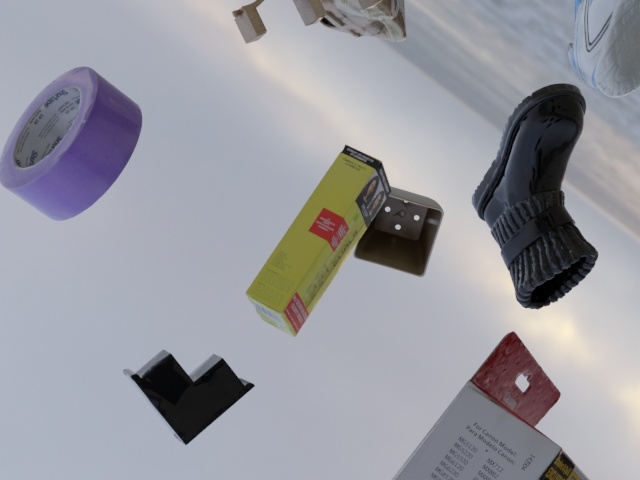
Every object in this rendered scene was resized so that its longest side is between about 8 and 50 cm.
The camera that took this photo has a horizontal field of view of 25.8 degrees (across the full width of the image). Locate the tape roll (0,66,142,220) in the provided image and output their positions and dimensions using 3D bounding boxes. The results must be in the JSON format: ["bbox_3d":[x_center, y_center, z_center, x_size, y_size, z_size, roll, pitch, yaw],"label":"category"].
[{"bbox_3d":[-0.322,-0.125,1.795,0.080,0.189,0.189,37,-173,-34],"label":"tape roll"}]

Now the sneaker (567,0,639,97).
[{"bbox_3d":[0.256,-0.233,1.159,0.085,0.237,0.086,-13,-137,-31],"label":"sneaker"}]

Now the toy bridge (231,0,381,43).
[{"bbox_3d":[-0.019,-0.257,1.466,0.188,0.026,0.063,-22,-96,-37],"label":"toy bridge"}]

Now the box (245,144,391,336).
[{"bbox_3d":[0.000,0.000,1.735,0.058,0.232,0.087,28,162,23],"label":"box"}]

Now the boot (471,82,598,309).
[{"bbox_3d":[0.406,-0.074,2.455,0.131,0.348,0.260,-1,-134,-23],"label":"boot"}]

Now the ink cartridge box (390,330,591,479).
[{"bbox_3d":[0.205,0.274,1.550,0.130,0.272,0.309,36,177,27],"label":"ink cartridge box"}]

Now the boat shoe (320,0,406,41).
[{"bbox_3d":[0.049,-0.320,1.782,0.110,0.121,0.341,-3,180,8],"label":"boat shoe"}]

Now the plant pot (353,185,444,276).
[{"bbox_3d":[0.118,-0.025,2.058,0.109,0.109,0.096,16,-159,2],"label":"plant pot"}]

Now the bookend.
[{"bbox_3d":[-0.226,0.237,2.390,0.157,0.156,0.072,53,166,-15],"label":"bookend"}]
